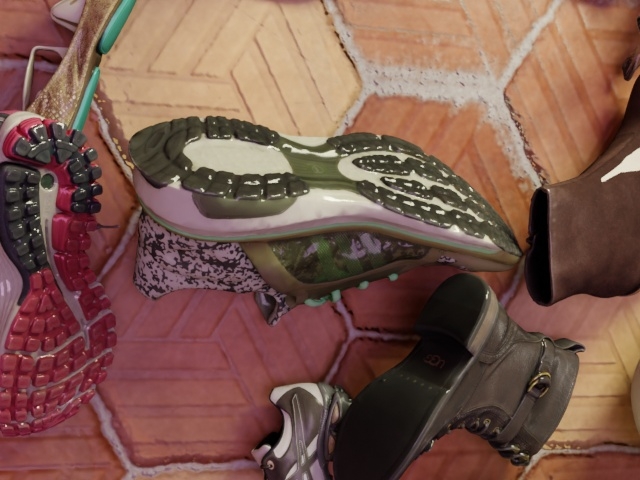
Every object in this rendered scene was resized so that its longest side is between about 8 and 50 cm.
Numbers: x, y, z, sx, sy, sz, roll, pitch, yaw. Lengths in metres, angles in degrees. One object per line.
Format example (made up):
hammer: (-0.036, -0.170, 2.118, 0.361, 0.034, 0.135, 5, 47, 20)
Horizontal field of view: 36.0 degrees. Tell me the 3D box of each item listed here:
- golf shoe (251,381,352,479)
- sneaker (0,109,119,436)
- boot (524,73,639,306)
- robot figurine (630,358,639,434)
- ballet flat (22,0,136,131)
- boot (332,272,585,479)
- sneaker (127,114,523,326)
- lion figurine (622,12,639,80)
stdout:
golf shoe: (-0.026, 0.236, 0.969, 0.094, 0.077, 0.198, 9, 83, -5)
sneaker: (-0.255, 0.032, 0.874, 0.121, 0.112, 0.299, -12, 114, -46)
boot: (0.298, -0.059, 1.002, 0.207, 0.090, 0.248, -6, 102, -39)
robot figurine: (0.469, 0.166, 1.050, 0.278, 0.209, 0.173, -5, 124, -16)
ballet flat: (-0.222, -0.175, 0.893, 0.067, 0.073, 0.206, 23, 84, -7)
boot: (0.153, 0.175, 0.973, 0.229, 0.091, 0.263, 40, 84, -41)
sneaker: (0.000, 0.000, 0.951, 0.410, 0.158, 0.182, 8, 127, -24)
lion figurine: (0.376, -0.386, 1.030, 0.240, 0.142, 0.392, -22, 114, -21)
